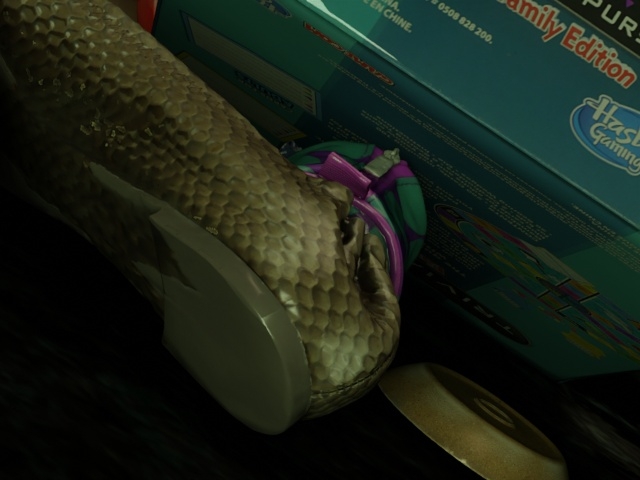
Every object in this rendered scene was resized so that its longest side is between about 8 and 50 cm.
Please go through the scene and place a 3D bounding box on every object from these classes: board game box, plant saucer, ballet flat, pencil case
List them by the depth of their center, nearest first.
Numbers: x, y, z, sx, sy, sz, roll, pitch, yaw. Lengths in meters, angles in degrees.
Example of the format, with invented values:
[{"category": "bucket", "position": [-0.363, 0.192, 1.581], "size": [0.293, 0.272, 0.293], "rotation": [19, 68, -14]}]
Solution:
[{"category": "ballet flat", "position": [-0.061, -0.040, 0.563], "size": [0.250, 0.058, 0.084], "rotation": [43, -31, 33]}, {"category": "pencil case", "position": [0.000, 0.000, 0.644], "size": [0.064, 0.070, 0.151], "rotation": [35, 9, 0]}, {"category": "plant saucer", "position": [0.058, 0.066, 0.684], "size": [0.083, 0.015, 0.083], "rotation": [34, 8, -5]}, {"category": "board game box", "position": [0.055, -0.047, 0.785], "size": [0.254, 0.079, 0.336], "rotation": [34, -9, -3]}]

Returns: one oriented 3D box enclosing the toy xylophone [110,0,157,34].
[{"category": "toy xylophone", "position": [-0.057, -0.189, 1.130], "size": [0.081, 0.236, 0.323], "rotation": [-10, -8, 29]}]
